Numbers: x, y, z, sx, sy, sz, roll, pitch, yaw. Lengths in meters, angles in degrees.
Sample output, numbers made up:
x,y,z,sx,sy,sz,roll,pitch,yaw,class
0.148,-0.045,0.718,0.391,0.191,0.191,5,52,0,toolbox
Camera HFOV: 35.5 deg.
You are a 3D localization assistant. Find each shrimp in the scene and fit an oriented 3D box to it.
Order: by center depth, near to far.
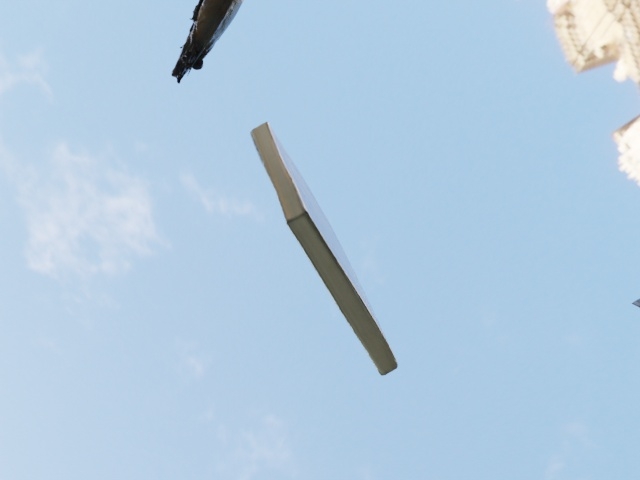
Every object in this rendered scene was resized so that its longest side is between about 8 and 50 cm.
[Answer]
x,y,z,sx,sy,sz,roll,pitch,yaw,class
-0.179,-0.353,1.492,0.051,0.198,0.262,28,-95,-35,shrimp

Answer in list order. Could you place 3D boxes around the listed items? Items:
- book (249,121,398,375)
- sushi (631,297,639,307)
x,y,z,sx,sy,sz,roll,pitch,yaw,class
0.000,0.000,1.056,0.027,0.264,0.202,-31,-63,4,book
0.497,0.002,0.830,0.343,0.359,0.064,-27,-69,-12,sushi
